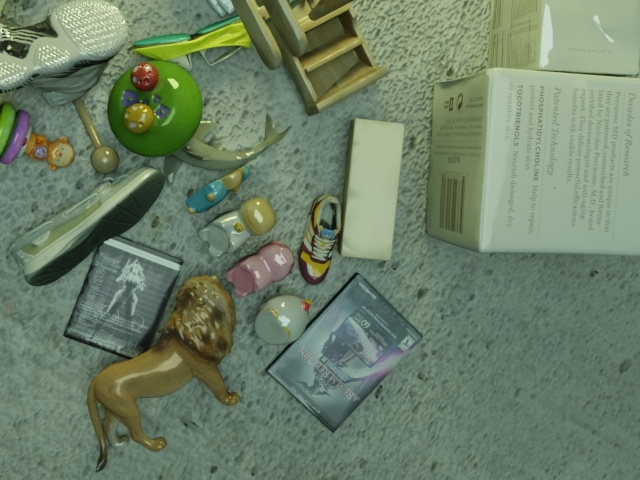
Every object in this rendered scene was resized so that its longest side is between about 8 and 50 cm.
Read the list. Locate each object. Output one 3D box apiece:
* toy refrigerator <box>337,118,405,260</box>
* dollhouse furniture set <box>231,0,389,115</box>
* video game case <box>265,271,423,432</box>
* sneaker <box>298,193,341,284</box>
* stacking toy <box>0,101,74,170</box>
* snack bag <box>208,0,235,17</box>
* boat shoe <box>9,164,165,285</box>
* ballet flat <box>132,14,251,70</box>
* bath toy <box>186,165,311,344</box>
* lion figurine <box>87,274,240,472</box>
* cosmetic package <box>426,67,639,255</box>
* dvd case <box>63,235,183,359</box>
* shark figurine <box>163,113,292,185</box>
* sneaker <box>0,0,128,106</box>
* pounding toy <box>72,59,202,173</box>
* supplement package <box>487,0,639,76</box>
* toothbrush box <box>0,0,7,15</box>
[{"bbox_3d":[0.099,-0.101,1.874,0.102,0.094,0.270,5,94,-5],"label":"toy refrigerator"},{"bbox_3d":[0.053,-0.392,1.666,0.362,0.394,0.256,-32,101,-18],"label":"dollhouse furniture set"},{"bbox_3d":[0.051,0.230,1.932,0.196,0.026,0.274,44,86,-12],"label":"video game case"},{"bbox_3d":[0.000,0.000,1.867,0.069,0.084,0.186,7,94,-12],"label":"sneaker"},{"bbox_3d":[-0.592,-0.198,1.714,0.301,0.165,0.175,22,88,-27],"label":"stacking toy"},{"bbox_3d":[-0.168,-0.657,1.791,0.323,0.037,0.342,-39,101,-4],"label":"snack bag"},{"bbox_3d":[-0.437,-0.045,1.763,0.320,0.118,0.103,-39,74,2],"label":"boat shoe"},{"bbox_3d":[-0.238,-0.366,1.791,0.231,0.077,0.077,-17,113,-11],"label":"ballet flat"},{"bbox_3d":[-0.115,0.033,1.834,0.151,0.129,0.348,-20,100,36],"label":"bath toy"},{"bbox_3d":[-0.311,0.252,1.793,0.392,0.142,0.240,-34,116,-15],"label":"lion figurine"},{"bbox_3d":[0.442,-0.146,1.814,0.393,0.329,0.328,1,95,-12],"label":"cosmetic package"},{"bbox_3d":[-0.383,0.111,1.837,0.164,0.018,0.221,21,92,-11],"label":"dvd case"},{"bbox_3d":[-0.203,-0.174,1.797,0.278,0.116,0.166,7,96,-10],"label":"shark figurine"},{"bbox_3d":[-0.523,-0.303,1.646,0.365,0.210,0.137,-19,83,-21],"label":"sneaker"},{"bbox_3d":[-0.340,-0.240,1.714,0.236,0.110,0.183,-24,80,5],"label":"pounding toy"},{"bbox_3d":[0.465,-0.413,1.824,0.199,0.262,0.198,1,95,-11],"label":"supplement package"},{"bbox_3d":[-0.661,-0.514,1.608,0.283,0.122,0.206,27,97,9],"label":"toothbrush box"}]
